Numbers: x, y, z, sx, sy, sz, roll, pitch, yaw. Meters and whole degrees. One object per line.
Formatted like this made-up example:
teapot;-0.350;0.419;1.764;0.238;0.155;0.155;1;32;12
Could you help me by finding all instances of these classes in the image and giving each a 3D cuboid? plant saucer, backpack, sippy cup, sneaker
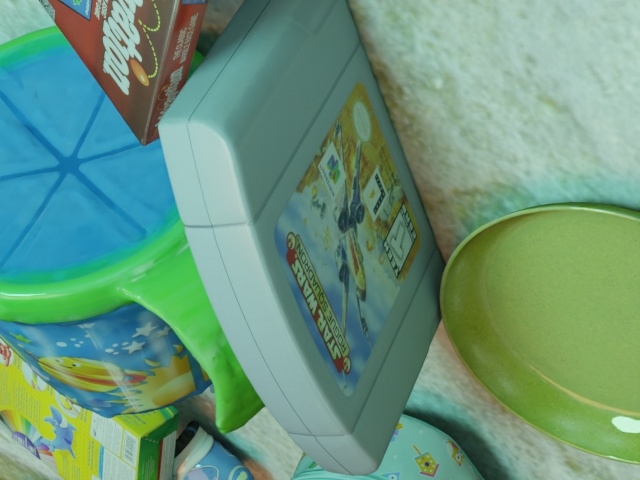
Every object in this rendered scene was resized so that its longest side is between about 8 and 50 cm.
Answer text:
plant saucer;0.199;0.059;0.992;0.241;0.037;0.241;19;139;17
backpack;0.060;0.228;1.179;0.166;0.144;0.188;-5;126;43
sippy cup;-0.151;0.005;1.035;0.240;0.305;0.224;-9;143;4
sneaker;-0.122;0.255;1.372;0.081;0.080;0.211;31;142;7

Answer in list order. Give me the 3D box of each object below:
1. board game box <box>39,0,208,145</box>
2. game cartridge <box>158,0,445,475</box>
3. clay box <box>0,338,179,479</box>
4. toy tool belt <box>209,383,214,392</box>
board game box;-0.115;-0.165;0.806;0.145;0.027;0.281;53;159;8
game cartridge;0.000;0.000;0.934;0.062;0.198;0.297;-4;130;25
clay box;-0.224;0.147;1.304;0.222;0.053;0.127;34;134;26
toy tool belt;-0.084;0.104;1.213;0.051;0.052;0.083;38;142;7
